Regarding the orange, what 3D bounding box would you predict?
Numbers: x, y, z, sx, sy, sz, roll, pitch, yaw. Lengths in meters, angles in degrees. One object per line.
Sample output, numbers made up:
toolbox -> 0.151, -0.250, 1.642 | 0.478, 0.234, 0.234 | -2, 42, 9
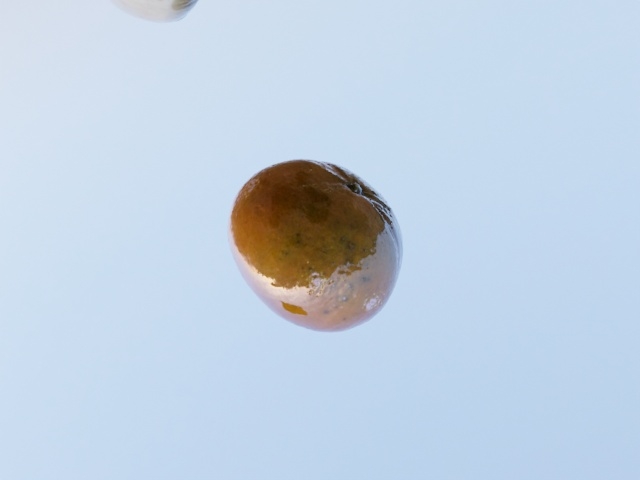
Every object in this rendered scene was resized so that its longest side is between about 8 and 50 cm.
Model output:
orange -> 0.000, 0.000, 1.190 | 0.171, 0.240, 0.240 | -51, -164, 26

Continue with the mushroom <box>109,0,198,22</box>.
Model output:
mushroom -> -0.139, -0.346, 1.072 | 0.254, 0.234, 0.260 | -36, -144, 60
